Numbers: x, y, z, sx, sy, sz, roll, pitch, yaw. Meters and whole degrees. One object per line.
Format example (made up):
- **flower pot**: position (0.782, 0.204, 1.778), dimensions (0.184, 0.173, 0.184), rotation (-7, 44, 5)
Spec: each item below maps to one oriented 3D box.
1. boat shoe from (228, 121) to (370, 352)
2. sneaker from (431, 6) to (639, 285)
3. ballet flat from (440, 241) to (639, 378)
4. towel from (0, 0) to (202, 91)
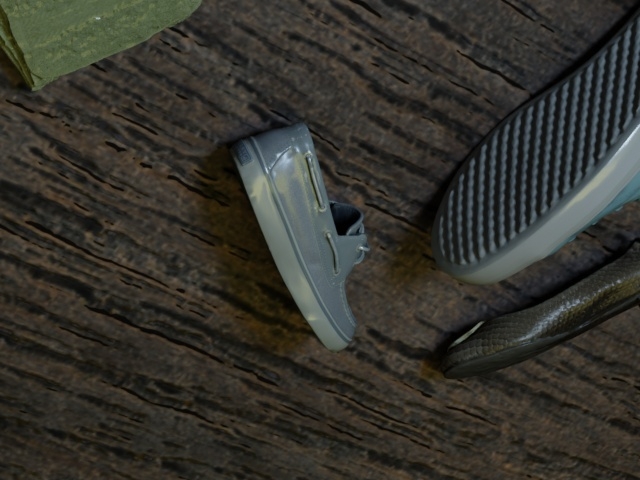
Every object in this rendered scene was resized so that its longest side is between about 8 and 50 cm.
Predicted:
- **boat shoe**: position (0.000, -0.001, 1.614), dimensions (0.081, 0.079, 0.227), rotation (-25, 130, 0)
- **sneaker**: position (0.262, -0.072, 1.647), dimensions (0.366, 0.135, 0.150), rotation (-41, 129, 10)
- **ballet flat**: position (0.219, 0.058, 1.789), dimensions (0.250, 0.058, 0.084), rotation (-24, 168, 0)
- **towel**: position (-0.166, -0.178, 1.429), dimensions (0.148, 0.027, 0.110), rotation (-27, 132, -3)
